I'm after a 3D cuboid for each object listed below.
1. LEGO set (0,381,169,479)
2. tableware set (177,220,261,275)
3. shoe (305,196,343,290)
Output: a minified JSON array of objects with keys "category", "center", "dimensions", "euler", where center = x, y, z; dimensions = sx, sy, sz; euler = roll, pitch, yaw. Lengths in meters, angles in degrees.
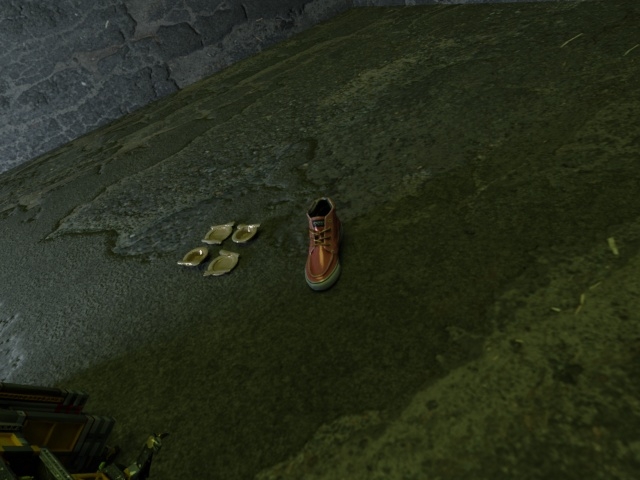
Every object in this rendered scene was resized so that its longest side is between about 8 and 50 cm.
[{"category":"LEGO set","center":[-0.319,0.306,0.507],"dimensions":[0.331,0.192,0.255],"euler":[5,72,36]},{"category":"tableware set","center":[-0.207,0.012,0.926],"dimensions":[0.141,0.020,0.169],"euler":[2,41,29]},{"category":"shoe","center":[0.000,0.000,0.782],"dimensions":[0.063,0.081,0.178],"euler":[-8,37,18]}]
